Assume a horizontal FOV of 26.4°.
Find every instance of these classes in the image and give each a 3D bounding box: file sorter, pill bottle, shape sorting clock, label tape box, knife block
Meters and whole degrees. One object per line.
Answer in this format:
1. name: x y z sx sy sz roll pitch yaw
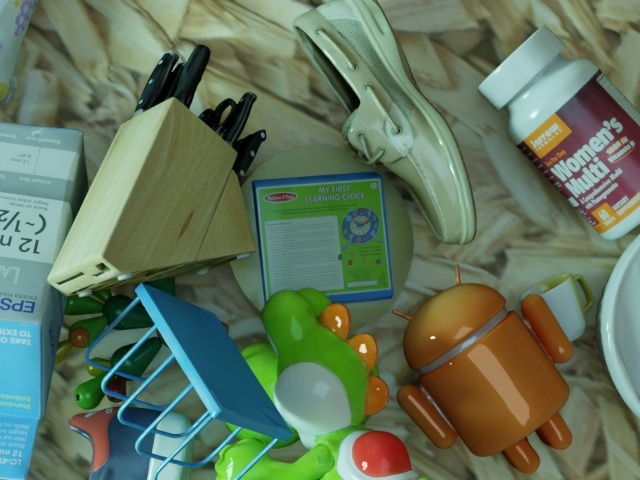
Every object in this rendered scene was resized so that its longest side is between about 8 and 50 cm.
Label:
1. file sorter: -0.131 0.147 1.304 0.104 0.118 0.170 -46 53 12
2. pill bottle: 0.279 -0.117 1.464 0.121 0.121 0.221 -43 89 -8
3. shape sorting clock: 0.000 0.000 1.467 0.206 0.040 0.206 1 86 -14
4. label tape box: -0.376 0.043 1.321 0.249 0.115 0.348 7 53 -3
5. knife block: -0.166 -0.083 1.361 0.275 0.088 0.242 -10 81 -49

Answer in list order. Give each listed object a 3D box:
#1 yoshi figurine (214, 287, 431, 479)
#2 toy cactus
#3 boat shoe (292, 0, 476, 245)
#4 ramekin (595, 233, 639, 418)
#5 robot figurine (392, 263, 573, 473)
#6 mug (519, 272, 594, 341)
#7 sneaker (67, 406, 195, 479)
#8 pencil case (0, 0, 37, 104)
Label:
1. yoshi figurine: 0.002 0.233 1.375 0.203 0.203 0.362 -20 74 1
2. toy cactus: -0.183 0.075 1.423 0.180 0.112 0.219 16 74 -13
3. boat shoe: 0.068 -0.121 1.451 0.098 0.109 0.302 -24 81 -13
4. ramekin: 0.418 0.095 1.452 0.272 0.127 0.273 1 84 -6
5. robot figurine: 0.174 0.136 1.427 0.158 0.128 0.219 -37 88 35
6. mug: 0.264 0.074 1.476 0.078 0.062 0.064 -27 95 -1
7. sneaker: -0.227 0.339 1.379 0.148 0.131 0.350 9 77 2
8. pencil case: -0.339 -0.279 1.431 0.124 0.113 0.273 22 83 -13
